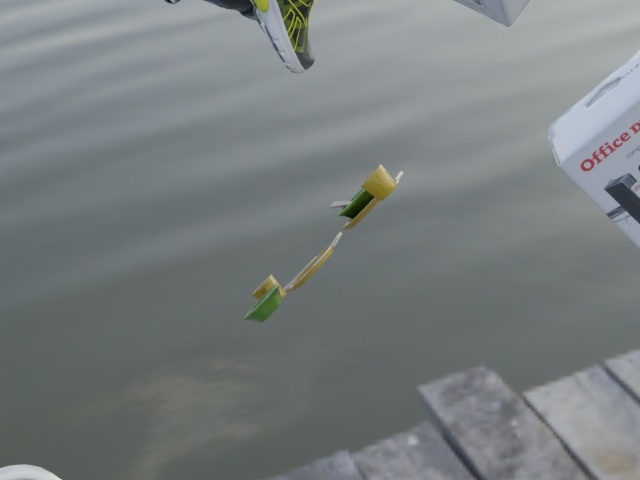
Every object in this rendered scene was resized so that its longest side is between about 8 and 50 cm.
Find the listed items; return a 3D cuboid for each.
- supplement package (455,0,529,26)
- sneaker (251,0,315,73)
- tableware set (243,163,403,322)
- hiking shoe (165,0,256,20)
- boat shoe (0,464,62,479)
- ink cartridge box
[{"bbox_3d":[0.051,-0.240,0.614,0.139,0.244,0.134,31,79,29],"label":"supplement package"},{"bbox_3d":[-0.013,-0.109,0.593,0.035,0.083,0.031,-30,55,-1],"label":"sneaker"},{"bbox_3d":[0.000,0.000,0.978,0.154,0.024,0.104,-45,3,18],"label":"tableware set"},{"bbox_3d":[-0.072,-0.379,1.296,0.132,0.304,0.113,7,1,-35],"label":"hiking shoe"},{"bbox_3d":[-0.094,0.213,0.536,0.095,0.254,0.079,-30,7,-29],"label":"boat shoe"},{"bbox_3d":[0.463,-0.097,1.708,0.197,0.273,0.114,-41,20,20],"label":"ink cartridge box"}]
